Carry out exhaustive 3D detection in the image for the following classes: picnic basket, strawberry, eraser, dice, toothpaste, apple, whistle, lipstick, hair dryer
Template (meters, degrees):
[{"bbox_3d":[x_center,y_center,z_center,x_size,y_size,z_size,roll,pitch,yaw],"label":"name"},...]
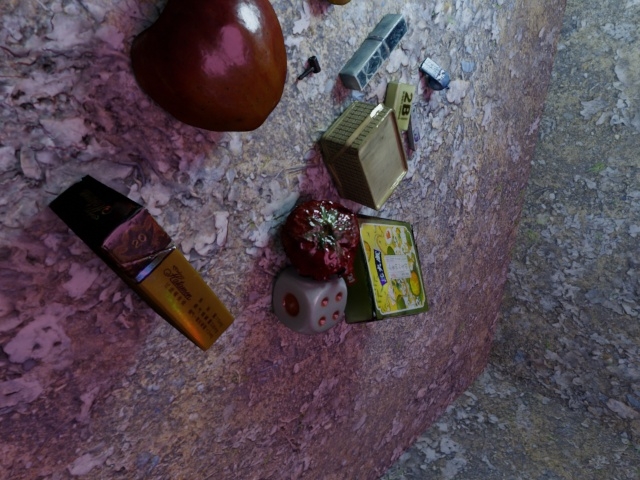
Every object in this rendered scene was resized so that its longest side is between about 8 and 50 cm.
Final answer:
[{"bbox_3d":[0.148,-0.292,1.635,0.228,0.175,0.313,-51,144,-19],"label":"picnic basket"},{"bbox_3d":[0.000,0.000,1.575,0.273,0.220,0.275,1,86,-19],"label":"strawberry"},{"bbox_3d":[0.287,-0.491,1.784,0.117,0.058,0.172,-11,117,-46],"label":"eraser"},{"bbox_3d":[-0.036,0.194,1.645,0.191,0.194,0.194,-15,118,-43],"label":"dice"},{"bbox_3d":[0.362,-0.447,1.911,0.047,0.040,0.196,-41,135,-23],"label":"toothpaste"},{"bbox_3d":[-0.239,-0.437,1.145,0.328,0.295,0.365,-29,141,14],"label":"apple"},{"bbox_3d":[0.448,-0.640,1.895,0.157,0.090,0.090,33,81,-12],"label":"whistle"},{"bbox_3d":[0.174,-0.611,1.575,0.290,0.076,0.077,-53,142,-13],"label":"lipstick"},{"bbox_3d":[-0.037,-0.501,1.428,0.083,0.026,0.047,-44,135,-15],"label":"hair dryer"}]

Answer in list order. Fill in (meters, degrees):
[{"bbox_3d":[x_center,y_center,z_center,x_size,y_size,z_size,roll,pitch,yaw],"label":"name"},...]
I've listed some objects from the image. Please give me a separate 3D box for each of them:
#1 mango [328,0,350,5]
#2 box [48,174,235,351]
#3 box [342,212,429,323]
[{"bbox_3d":[0.053,-0.762,1.350,0.130,0.091,0.195,-30,120,-35],"label":"mango"},{"bbox_3d":[-0.391,0.059,1.100,0.116,0.264,0.416,-47,138,-21],"label":"box"},{"bbox_3d":[0.231,0.109,1.826,0.420,0.138,0.374,4,74,-50],"label":"box"}]
